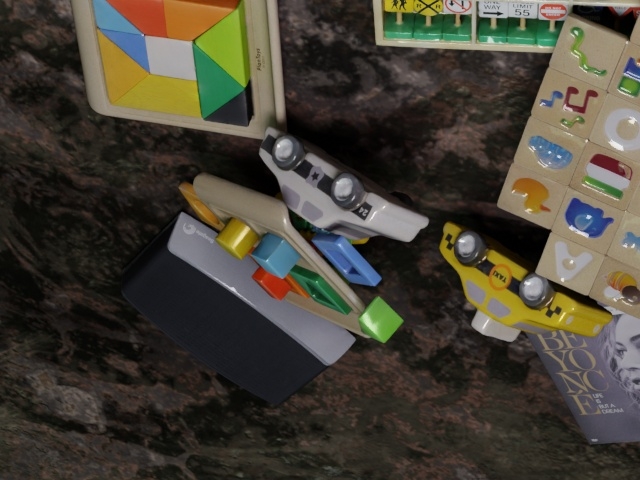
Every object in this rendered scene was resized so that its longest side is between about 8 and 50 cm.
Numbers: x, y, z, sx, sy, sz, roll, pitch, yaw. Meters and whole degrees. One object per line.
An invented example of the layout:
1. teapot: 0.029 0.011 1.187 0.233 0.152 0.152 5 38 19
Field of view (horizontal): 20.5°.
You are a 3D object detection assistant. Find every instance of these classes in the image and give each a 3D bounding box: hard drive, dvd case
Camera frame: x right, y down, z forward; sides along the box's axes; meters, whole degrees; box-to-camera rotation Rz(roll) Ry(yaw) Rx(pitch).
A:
1. hard drive: -0.103 0.088 2.073 0.255 0.054 0.172 37 138 -11
2. dvd case: 0.326 0.141 1.931 0.165 0.018 0.221 -8 128 34

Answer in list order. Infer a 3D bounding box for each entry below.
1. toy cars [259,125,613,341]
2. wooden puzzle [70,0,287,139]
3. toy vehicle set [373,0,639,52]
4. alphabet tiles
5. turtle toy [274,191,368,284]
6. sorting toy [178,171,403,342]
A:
1. toy cars: 0.102 0.010 1.788 0.394 0.176 0.087 28 98 -2
2. wooden puzzle: -0.151 -0.194 1.812 0.239 0.044 0.221 13 138 16
3. toy vehicle set: 0.178 -0.232 1.545 0.267 0.035 0.166 3 145 8
4. alphabet tiles: 0.319 -0.058 1.587 0.285 0.011 0.342 24 132 9
5. turtle toy: 0.000 0.000 1.917 0.095 0.066 0.130 -2 132 30
6. sorting toy: -0.046 0.023 1.860 0.348 0.047 0.196 22 155 53
